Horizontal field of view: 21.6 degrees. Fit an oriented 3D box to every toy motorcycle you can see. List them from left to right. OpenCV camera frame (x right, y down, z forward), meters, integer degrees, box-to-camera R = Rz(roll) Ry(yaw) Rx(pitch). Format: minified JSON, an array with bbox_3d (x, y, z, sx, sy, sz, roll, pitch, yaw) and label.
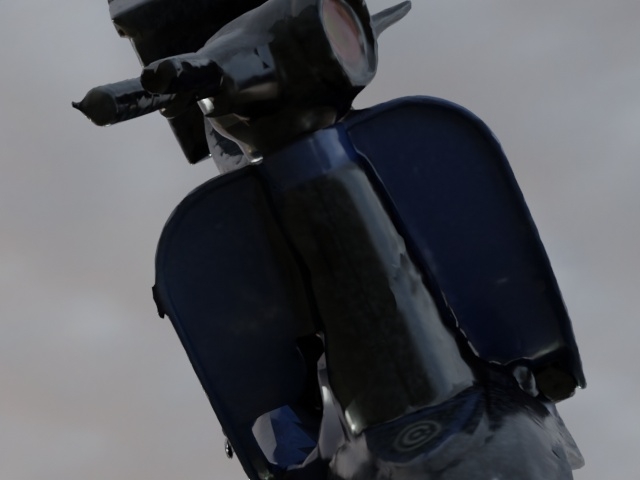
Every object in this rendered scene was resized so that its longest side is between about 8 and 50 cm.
[{"bbox_3d":[0.000,0.000,0.566,0.125,0.358,0.212,-26,-71,-1],"label":"toy motorcycle"}]
